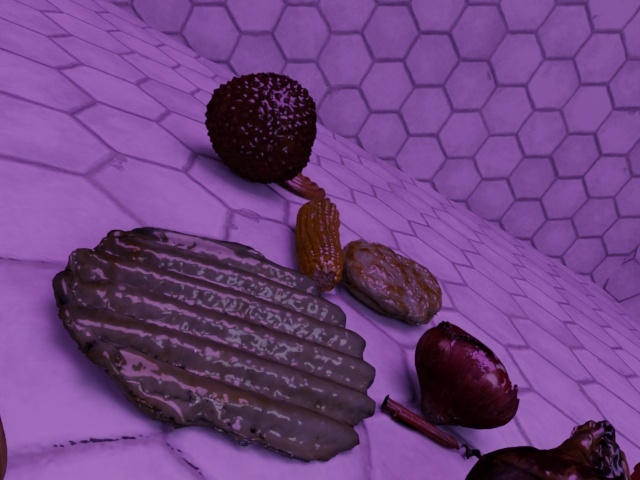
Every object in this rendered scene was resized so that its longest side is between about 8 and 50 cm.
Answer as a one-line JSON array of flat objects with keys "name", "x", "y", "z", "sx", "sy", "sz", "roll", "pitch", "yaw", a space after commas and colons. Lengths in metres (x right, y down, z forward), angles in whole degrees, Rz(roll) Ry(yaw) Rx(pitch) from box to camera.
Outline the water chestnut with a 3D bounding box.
[{"name": "water chestnut", "x": 0.254, "y": 0.301, "z": 0.489, "sx": 0.224, "sy": 0.238, "sz": 0.223, "roll": 27, "pitch": -25, "yaw": 14}]

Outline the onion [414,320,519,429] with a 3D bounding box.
[{"name": "onion", "x": 0.210, "y": 0.221, "z": 0.741, "sx": 0.147, "sy": 0.183, "sz": 0.184, "roll": -34, "pitch": 61, "yaw": -22}]

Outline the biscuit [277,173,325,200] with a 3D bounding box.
[{"name": "biscuit", "x": -0.089, "y": -0.180, "z": 1.354, "sx": 0.224, "sy": 0.033, "sz": 0.144, "roll": 33, "pitch": 20, "yaw": 2}]

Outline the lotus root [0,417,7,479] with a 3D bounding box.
[{"name": "lotus root", "x": -0.258, "y": 0.149, "z": 0.327, "sx": 0.150, "sy": 0.062, "sz": 0.073, "roll": 52, "pitch": 5, "yaw": 39}]

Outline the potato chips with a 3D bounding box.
[{"name": "potato chips", "x": -0.115, "y": 0.106, "z": 0.631, "sx": 0.430, "sy": 0.070, "sz": 0.358, "roll": 23, "pitch": 25, "yaw": -21}]

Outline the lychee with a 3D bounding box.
[{"name": "lychee", "x": -0.135, "y": -0.277, "z": 1.170, "sx": 0.305, "sy": 0.275, "sz": 0.275, "roll": 7, "pitch": 32, "yaw": -38}]

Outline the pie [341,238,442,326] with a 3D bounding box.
[{"name": "pie", "x": 0.145, "y": 0.094, "z": 0.997, "sx": 0.248, "sy": 0.090, "sz": 0.201, "roll": 27, "pitch": 32, "yaw": -13}]

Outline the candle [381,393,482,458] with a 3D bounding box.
[{"name": "candle", "x": 0.163, "y": 0.280, "z": 0.696, "sx": 0.168, "sy": 0.021, "sz": 0.026, "roll": 32, "pitch": 47, "yaw": -5}]

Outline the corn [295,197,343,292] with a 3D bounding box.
[{"name": "corn", "x": -0.005, "y": 0.000, "z": 0.977, "sx": 0.102, "sy": 0.101, "sz": 0.312, "roll": 28, "pitch": 22, "yaw": -13}]

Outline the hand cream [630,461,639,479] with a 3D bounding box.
[{"name": "hand cream", "x": 0.574, "y": 0.419, "z": 0.690, "sx": 0.150, "sy": 0.230, "sz": 0.230, "roll": 15, "pitch": 27, "yaw": -41}]
